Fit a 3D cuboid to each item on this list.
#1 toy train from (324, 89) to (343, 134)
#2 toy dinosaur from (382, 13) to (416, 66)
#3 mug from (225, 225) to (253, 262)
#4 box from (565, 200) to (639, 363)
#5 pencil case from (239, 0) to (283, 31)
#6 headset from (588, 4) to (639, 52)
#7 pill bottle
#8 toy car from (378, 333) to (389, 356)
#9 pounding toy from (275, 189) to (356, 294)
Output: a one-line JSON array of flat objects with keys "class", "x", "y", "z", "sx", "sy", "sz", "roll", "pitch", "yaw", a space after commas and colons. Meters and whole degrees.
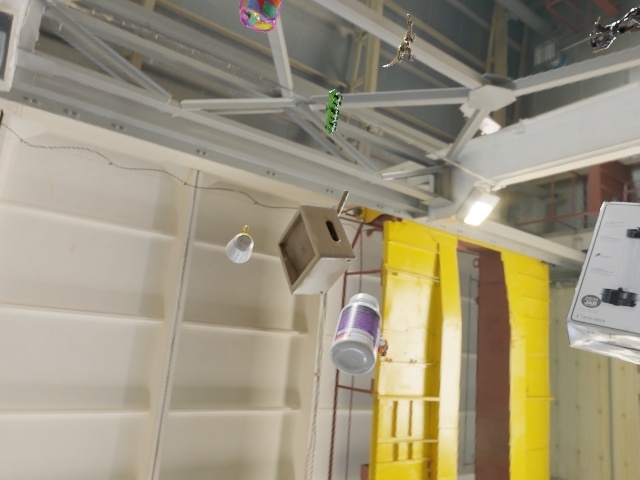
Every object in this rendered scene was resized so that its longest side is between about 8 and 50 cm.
[{"class": "toy train", "x": 0.019, "y": -0.206, "z": 0.750, "sx": 0.017, "sy": 0.083, "sz": 0.023, "roll": -37, "pitch": -111, "yaw": -27}, {"class": "toy dinosaur", "x": 0.246, "y": -0.566, "z": 1.375, "sx": 0.053, "sy": 0.183, "sz": 0.093, "roll": 6, "pitch": -126, "yaw": -15}, {"class": "mug", "x": -0.191, "y": 0.007, "z": 1.107, "sx": 0.062, "sy": 0.064, "sz": 0.078, "roll": -14, "pitch": -107, "yaw": -28}, {"class": "box", "x": 0.557, "y": 0.066, "z": 0.811, "sx": 0.290, "sy": 0.169, "sz": 0.087, "roll": -57, "pitch": -45, "yaw": -27}, {"class": "pencil case", "x": -0.126, "y": -0.630, "z": 1.120, "sx": 0.104, "sy": 0.104, "sz": 0.237, "roll": 17, "pitch": -96, "yaw": -32}, {"class": "headset", "x": 0.640, "y": -0.534, "z": 0.860, "sx": 0.243, "sy": 0.185, "sz": 0.394, "roll": 33, "pitch": -103, "yaw": -9}, {"class": "pill bottle", "x": 0.092, "y": 0.217, "z": 1.121, "sx": 0.108, "sy": 0.108, "sz": 0.193, "roll": 52, "pitch": -151, "yaw": -18}, {"class": "toy car", "x": 0.154, "y": 0.265, "z": 1.260, "sx": 0.040, "sy": 0.122, "sz": 0.060, "roll": -43, "pitch": -71, "yaw": 6}, {"class": "pounding toy", "x": 0.000, "y": 0.000, "z": 0.805, "sx": 0.100, "sy": 0.130, "sz": 0.141, "roll": 4, "pitch": -130, "yaw": -33}]
